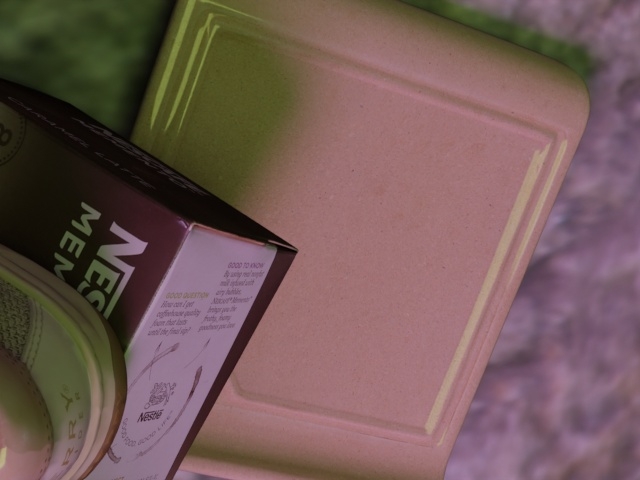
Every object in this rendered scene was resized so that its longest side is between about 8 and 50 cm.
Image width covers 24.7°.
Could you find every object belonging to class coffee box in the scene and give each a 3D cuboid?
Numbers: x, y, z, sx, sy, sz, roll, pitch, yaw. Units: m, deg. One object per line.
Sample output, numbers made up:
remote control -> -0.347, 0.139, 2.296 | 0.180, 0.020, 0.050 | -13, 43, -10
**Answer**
coffee box -> -0.135, 0.073, 0.590 | 0.246, 0.141, 0.098 | -60, 156, 6

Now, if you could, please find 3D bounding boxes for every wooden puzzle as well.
wooden puzzle -> 0.000, 0.000, 0.700 | 0.221, 0.044, 0.238 | 15, 97, -27

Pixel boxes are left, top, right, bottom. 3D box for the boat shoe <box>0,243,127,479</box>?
boat shoe -> -0.213, 0.006, 0.491 | 0.302, 0.098, 0.109 | 26, 97, 10
